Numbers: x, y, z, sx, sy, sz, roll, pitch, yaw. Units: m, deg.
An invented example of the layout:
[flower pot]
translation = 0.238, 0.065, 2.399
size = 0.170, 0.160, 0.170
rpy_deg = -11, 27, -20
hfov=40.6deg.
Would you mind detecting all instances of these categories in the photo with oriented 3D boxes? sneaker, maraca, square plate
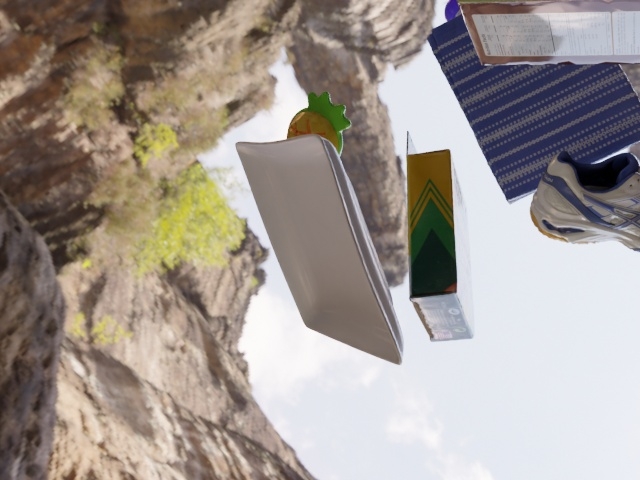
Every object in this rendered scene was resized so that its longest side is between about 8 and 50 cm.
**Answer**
[sneaker]
translation = 0.460, -0.058, 1.245
size = 0.296, 0.131, 0.112
rpy_deg = 3, -142, -5
[maraca]
translation = -0.005, -0.216, 1.736
size = 0.127, 0.185, 0.099
rpy_deg = 37, -136, 8
[square plate]
translation = 0.000, 0.000, 1.314
size = 0.049, 0.344, 0.347
rpy_deg = -25, -166, -21

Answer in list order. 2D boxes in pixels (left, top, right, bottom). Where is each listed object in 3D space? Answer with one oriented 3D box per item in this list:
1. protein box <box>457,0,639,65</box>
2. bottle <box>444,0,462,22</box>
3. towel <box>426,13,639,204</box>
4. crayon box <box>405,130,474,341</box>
[protein box]
translation = 0.255, -0.290, 0.846
size = 0.201, 0.136, 0.199
rpy_deg = 4, -104, 21
[bottle]
translation = 0.351, -0.352, 1.602
size = 0.092, 0.118, 0.283
rpy_deg = -42, -108, 9
[towel]
translation = 0.334, -0.249, 1.351
size = 0.243, 0.040, 0.336
rpy_deg = -27, -110, 16
[crayon box]
translation = 0.204, -0.011, 1.478
size = 0.081, 0.202, 0.318
rpy_deg = -7, -119, 16
